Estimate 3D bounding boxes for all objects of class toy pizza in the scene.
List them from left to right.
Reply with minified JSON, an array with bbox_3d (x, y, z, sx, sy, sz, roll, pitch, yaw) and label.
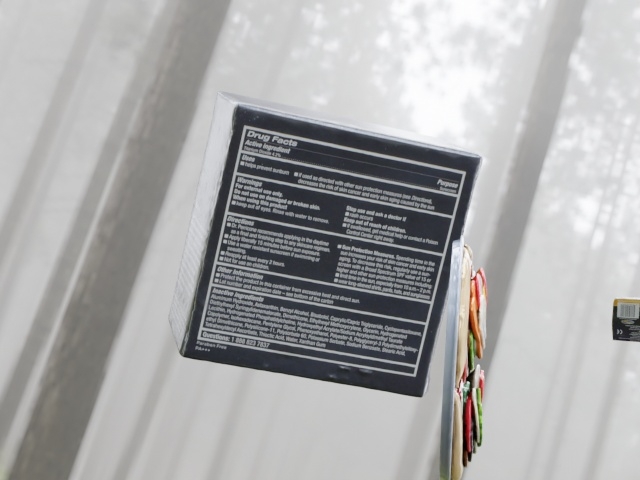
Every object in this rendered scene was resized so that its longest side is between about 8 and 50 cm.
[{"bbox_3d":[0.116,0.096,1.125,0.032,0.201,0.201,3,-17,6],"label":"toy pizza"}]

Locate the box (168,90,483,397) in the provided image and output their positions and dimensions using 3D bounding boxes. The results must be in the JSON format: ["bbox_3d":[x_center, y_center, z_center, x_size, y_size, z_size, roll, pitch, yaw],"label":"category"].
[{"bbox_3d":[0.000,0.000,1.662,0.296,0.294,0.183,11,10,-13],"label":"box"}]

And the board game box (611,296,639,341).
[{"bbox_3d":[0.406,0.084,1.438,0.170,0.048,0.141,1,-2,44],"label":"board game box"}]
